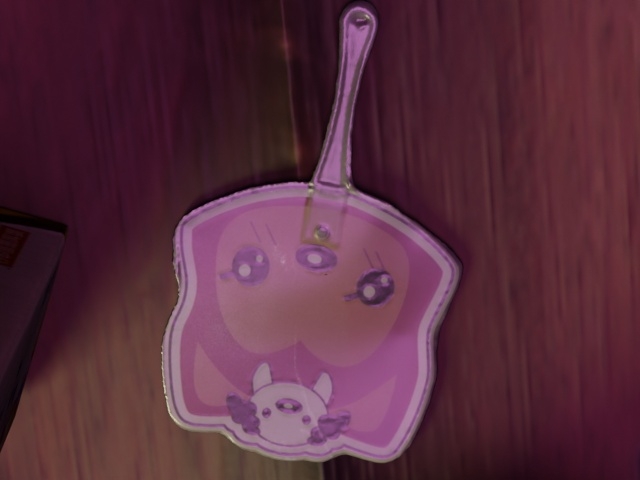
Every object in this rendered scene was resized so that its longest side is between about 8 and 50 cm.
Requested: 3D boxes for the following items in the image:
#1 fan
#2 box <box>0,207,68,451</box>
[{"bbox_3d":[0.000,0.000,0.829,0.132,0.009,0.220,10,108,-3],"label":"fan"},{"bbox_3d":[-0.201,0.049,0.715,0.168,0.265,0.097,15,104,-3],"label":"box"}]
